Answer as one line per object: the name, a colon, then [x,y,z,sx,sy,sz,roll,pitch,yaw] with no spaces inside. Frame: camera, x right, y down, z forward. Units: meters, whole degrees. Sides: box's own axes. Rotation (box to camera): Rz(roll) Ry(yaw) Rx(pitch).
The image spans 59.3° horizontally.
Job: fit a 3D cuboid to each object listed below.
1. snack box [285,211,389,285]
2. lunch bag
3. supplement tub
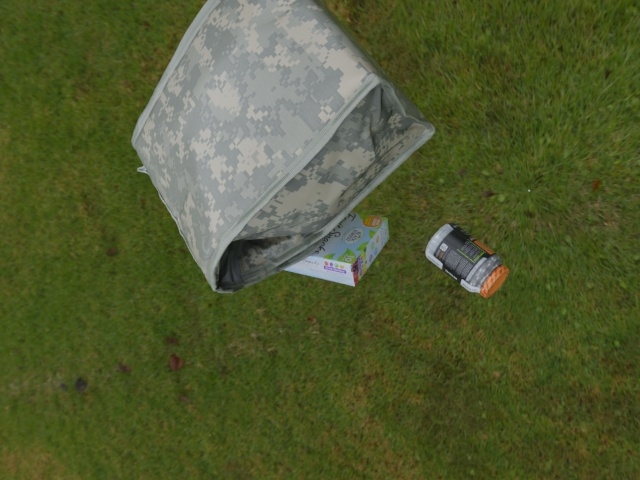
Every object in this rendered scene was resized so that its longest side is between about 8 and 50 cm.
snack box: [0.000,0.000,0.692,0.141,0.100,0.037,12,131,28]
lunch bag: [-0.065,-0.113,0.615,0.287,0.169,0.235,-43,63,17]
supplement tub: [0.370,0.051,1.417,0.190,0.117,0.117,42,108,28]
